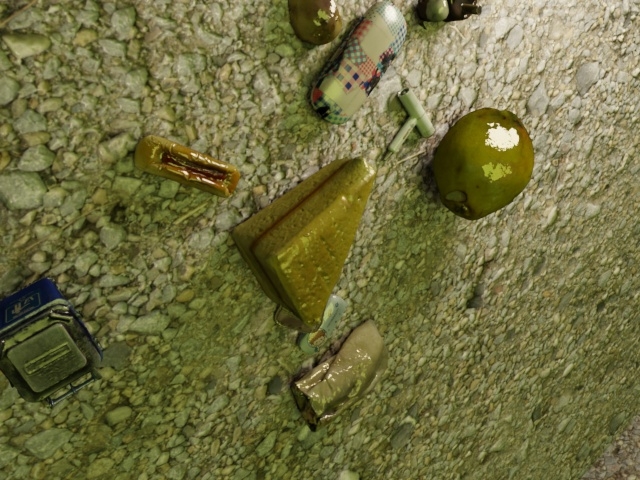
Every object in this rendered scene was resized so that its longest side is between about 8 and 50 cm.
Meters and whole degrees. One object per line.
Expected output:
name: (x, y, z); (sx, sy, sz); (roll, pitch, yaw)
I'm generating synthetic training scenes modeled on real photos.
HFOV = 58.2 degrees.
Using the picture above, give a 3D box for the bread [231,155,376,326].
bread: (0.005, -0.018, 1.384); (0.361, 0.233, 0.245); (-40, 123, -17)

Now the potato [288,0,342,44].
potato: (-0.015, -0.517, 1.293); (0.100, 0.089, 0.172); (-41, 125, -12)

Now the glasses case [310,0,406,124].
glasses case: (0.096, -0.433, 1.401); (0.125, 0.076, 0.327); (38, 83, -38)

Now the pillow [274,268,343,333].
pillow: (-0.029, 0.137, 1.503); (0.130, 0.038, 0.233); (20, 105, -12)

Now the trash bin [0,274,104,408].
trash bin: (-0.529, 0.183, 1.105); (0.162, 0.234, 0.184); (-31, 120, -20)

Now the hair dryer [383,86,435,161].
hair dryer: (0.212, -0.296, 1.547); (0.183, 0.044, 0.155); (-45, 122, -9)

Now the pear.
pear: (0.451, -0.214, 1.598); (0.269, 0.269, 0.321); (26, 78, -36)

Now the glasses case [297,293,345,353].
glasses case: (0.004, 0.230, 1.580); (0.067, 0.045, 0.178); (36, 86, -29)

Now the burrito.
burrito: (0.080, 0.387, 1.634); (0.332, 0.135, 0.190); (-35, 114, -23)

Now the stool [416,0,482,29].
stool: (0.338, -0.618, 1.473); (0.217, 0.121, 0.125); (-36, 123, -24)

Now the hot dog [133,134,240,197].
hot dog: (-0.281, -0.158, 1.253); (0.242, 0.073, 0.084); (19, 90, -36)
